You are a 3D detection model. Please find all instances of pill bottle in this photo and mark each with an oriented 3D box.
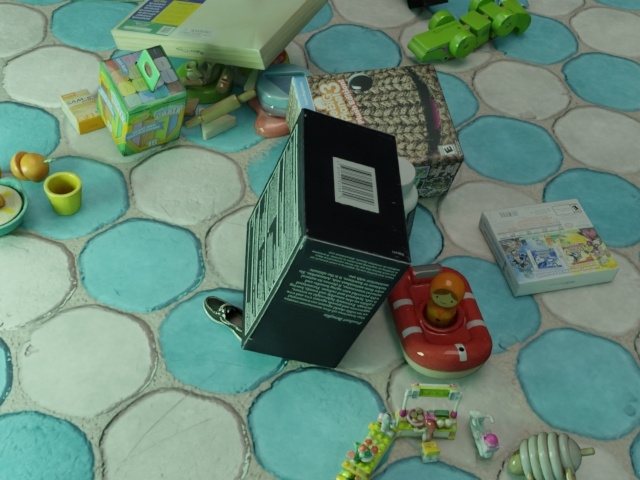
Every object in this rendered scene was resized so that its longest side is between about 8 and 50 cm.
[{"bbox_3d":[0.122,-0.064,1.610,0.108,0.180,0.108,3,47,-3],"label":"pill bottle"}]

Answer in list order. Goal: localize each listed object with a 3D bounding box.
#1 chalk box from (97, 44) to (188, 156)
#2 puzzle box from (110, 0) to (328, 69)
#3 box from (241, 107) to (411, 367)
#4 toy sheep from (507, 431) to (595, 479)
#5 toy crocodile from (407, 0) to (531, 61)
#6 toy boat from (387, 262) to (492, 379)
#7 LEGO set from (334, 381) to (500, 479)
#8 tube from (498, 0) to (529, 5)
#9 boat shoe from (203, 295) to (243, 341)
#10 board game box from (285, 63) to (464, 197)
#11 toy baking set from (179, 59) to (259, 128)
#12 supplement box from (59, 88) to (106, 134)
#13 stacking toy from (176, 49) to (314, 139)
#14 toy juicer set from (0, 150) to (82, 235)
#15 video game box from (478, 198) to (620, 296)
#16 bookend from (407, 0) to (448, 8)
[{"bbox_3d":[-0.351,-0.286,1.728,0.132,0.213,0.132,-22,72,-24],"label":"chalk box"},{"bbox_3d":[-0.221,-0.491,1.915,0.409,0.052,0.272,15,52,30],"label":"puzzle box"},{"bbox_3d":[0.000,0.000,1.445,0.183,0.294,0.296,15,45,-17],"label":"box"},{"bbox_3d":[0.349,0.332,1.330,0.132,0.091,0.091,-13,45,17],"label":"toy sheep"},{"bbox_3d":[0.360,-0.500,2.102,0.341,0.105,0.115,-28,56,-22],"label":"toy crocodile"},{"bbox_3d":[0.205,0.114,1.474,0.151,0.151,0.231,-6,48,-11],"label":"toy boat"},{"bbox_3d":[0.129,0.293,1.331,0.287,0.107,0.132,-14,50,-18],"label":"LEGO set"},{"bbox_3d":[0.492,-0.686,2.315,0.080,0.052,0.207,-3,53,-2],"label":"tube"},{"bbox_3d":[-0.153,0.129,1.501,0.046,0.038,0.125,-33,58,-30],"label":"boat shoe"},{"bbox_3d":[0.100,-0.203,1.724,0.291,0.141,0.232,-9,65,-12],"label":"board game box"},{"bbox_3d":[-0.211,-0.340,1.846,0.256,0.030,0.196,-22,56,8],"label":"toy baking set"},{"bbox_3d":[-0.497,-0.271,1.838,0.062,0.036,0.098,-23,53,-25],"label":"supplement box"},{"bbox_3d":[-0.163,-0.362,1.893,0.280,0.130,0.309,-14,50,-18],"label":"stacking toy"},{"bbox_3d":[-0.624,-0.080,1.614,0.329,0.089,0.209,-29,57,-28],"label":"toy juicer set"},{"bbox_3d":[0.429,0.010,1.663,0.205,0.048,0.187,-8,47,-12],"label":"video game box"},{"bbox_3d":[0.239,-0.656,2.229,0.072,0.156,0.157,-18,95,-21],"label":"bookend"}]
